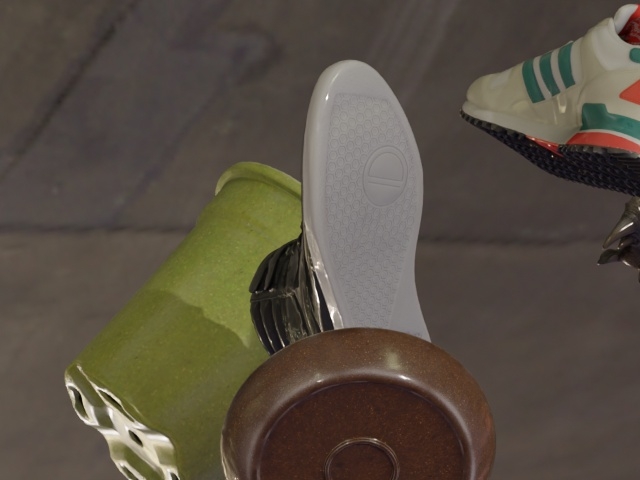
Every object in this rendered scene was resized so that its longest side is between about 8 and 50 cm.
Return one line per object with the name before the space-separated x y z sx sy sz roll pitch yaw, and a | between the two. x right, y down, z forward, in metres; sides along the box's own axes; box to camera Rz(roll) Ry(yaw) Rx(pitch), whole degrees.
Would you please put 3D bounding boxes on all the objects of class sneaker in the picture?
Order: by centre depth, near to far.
sneaker | 0.124 -0.068 0.787 0.057 0.075 0.161 30 178 -23
sneaker | 0.000 0.000 1.296 0.105 0.295 0.147 -25 -150 -32

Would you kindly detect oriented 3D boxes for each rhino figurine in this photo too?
rhino figurine | 0.316 -0.016 1.506 0.243 0.073 0.106 -16 132 -46

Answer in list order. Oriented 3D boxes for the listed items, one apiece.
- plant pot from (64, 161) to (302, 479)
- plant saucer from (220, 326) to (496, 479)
plant pot | -0.087 0.110 1.622 0.254 0.276 0.276 -40 167 -24
plant saucer | 0.024 0.132 1.051 0.168 0.029 0.168 -1 116 -1
